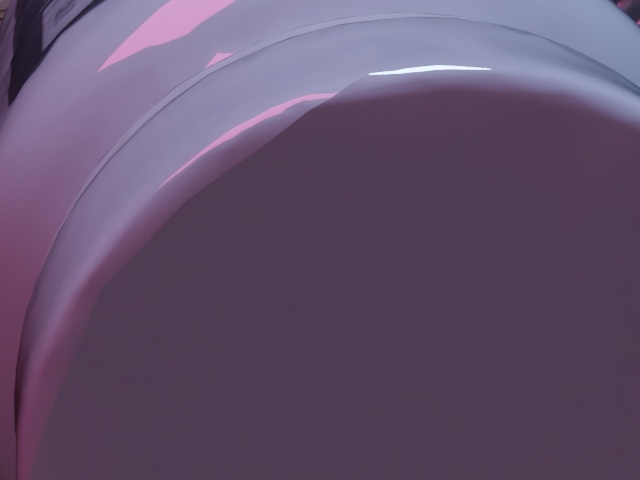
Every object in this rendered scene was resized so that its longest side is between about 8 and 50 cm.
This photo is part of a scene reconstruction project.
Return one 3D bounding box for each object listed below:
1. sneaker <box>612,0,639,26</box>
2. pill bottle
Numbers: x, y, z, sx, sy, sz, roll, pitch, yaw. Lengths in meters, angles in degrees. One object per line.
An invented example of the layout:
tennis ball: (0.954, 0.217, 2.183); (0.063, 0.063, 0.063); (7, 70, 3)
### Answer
sneaker: (0.198, -0.097, 0.684); (0.282, 0.102, 0.161); (13, 20, -9)
pill bottle: (0.000, 0.000, 0.561); (0.204, 0.204, 0.361); (-29, 18, 1)
